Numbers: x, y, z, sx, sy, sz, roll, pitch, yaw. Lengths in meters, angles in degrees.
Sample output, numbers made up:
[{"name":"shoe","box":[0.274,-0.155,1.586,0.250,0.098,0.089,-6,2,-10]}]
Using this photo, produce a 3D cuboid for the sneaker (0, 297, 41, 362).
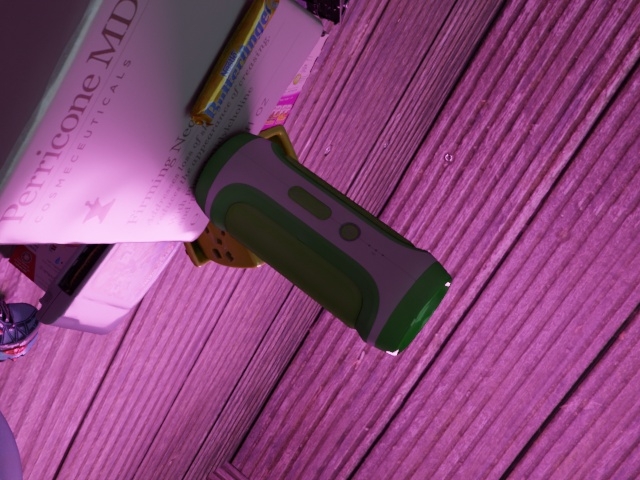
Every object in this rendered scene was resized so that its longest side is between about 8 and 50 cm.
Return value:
[{"name":"sneaker","box":[-0.526,0.124,1.182,0.125,0.104,0.262,-60,164,15]}]

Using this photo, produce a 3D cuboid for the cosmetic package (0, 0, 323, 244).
[{"name":"cosmetic package","box":[-0.266,-0.214,0.806,0.329,0.327,0.393,-57,163,12]}]

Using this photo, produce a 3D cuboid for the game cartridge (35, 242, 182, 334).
[{"name":"game cartridge","box":[-0.308,0.020,1.212,0.297,0.062,0.198,-54,159,-2]}]

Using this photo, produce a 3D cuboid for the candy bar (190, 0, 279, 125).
[{"name":"candy bar","box":[-0.084,-0.185,0.756,0.162,0.018,0.040,-58,163,10]}]

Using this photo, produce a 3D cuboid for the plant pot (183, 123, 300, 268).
[{"name":"plant pot","box":[-0.171,-0.077,1.503,0.207,0.227,0.228,-10,-163,38]}]

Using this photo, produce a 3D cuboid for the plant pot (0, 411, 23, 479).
[{"name":"plant pot","box":[-0.643,0.435,1.326,0.290,0.195,0.290,-48,163,-20]}]

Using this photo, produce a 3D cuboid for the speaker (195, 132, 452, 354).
[{"name":"speaker","box":[0.000,0.000,0.868,0.131,0.296,0.131,-48,163,-19]}]

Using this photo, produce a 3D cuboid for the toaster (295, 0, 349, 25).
[{"name":"toaster","box":[-0.028,-0.456,1.252,0.168,0.185,0.110,74,38,-83]}]

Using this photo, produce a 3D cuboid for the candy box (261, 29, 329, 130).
[{"name":"candy box","box":[-0.092,-0.335,1.529,0.233,0.071,0.159,-60,163,22]}]

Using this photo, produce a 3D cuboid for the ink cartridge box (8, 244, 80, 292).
[{"name":"ink cartridge box","box":[-0.393,0.000,1.256,0.176,0.128,0.127,-56,164,4]}]
